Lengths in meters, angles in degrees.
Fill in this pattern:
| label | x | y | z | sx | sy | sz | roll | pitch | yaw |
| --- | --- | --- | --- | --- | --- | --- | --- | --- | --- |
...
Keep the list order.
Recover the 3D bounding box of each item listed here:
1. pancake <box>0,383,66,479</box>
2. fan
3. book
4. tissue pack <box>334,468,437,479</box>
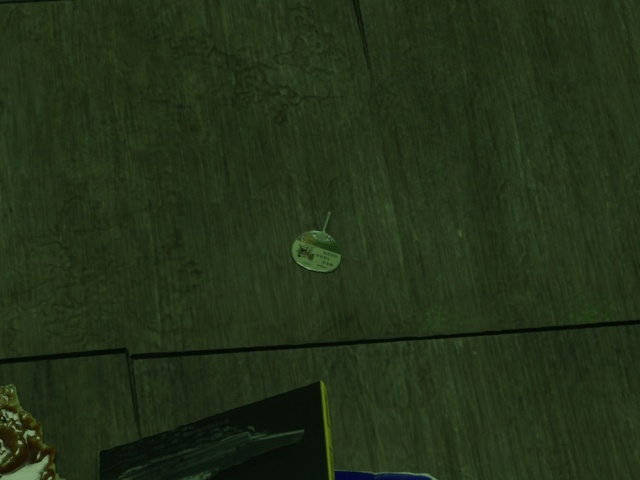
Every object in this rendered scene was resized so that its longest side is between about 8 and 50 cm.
| label | x | y | z | sx | sy | sz | roll | pitch | yaw |
| --- | --- | --- | --- | --- | --- | --- | --- | --- | --- |
| pancake | -0.365 | 0.254 | 1.862 | 0.266 | 0.057 | 0.244 | 3 | 60 | -7 |
| fan | -0.008 | 0.004 | 2.089 | 0.060 | 0.003 | 0.080 | -7 | 63 | -14 |
| book | -0.104 | 0.318 | 1.758 | 0.262 | 0.028 | 0.374 | -18 | 42 | 12 |
| tissue pack | 0.011 | 0.370 | 1.784 | 0.209 | 0.137 | 0.270 | -1 | 48 | 12 |
